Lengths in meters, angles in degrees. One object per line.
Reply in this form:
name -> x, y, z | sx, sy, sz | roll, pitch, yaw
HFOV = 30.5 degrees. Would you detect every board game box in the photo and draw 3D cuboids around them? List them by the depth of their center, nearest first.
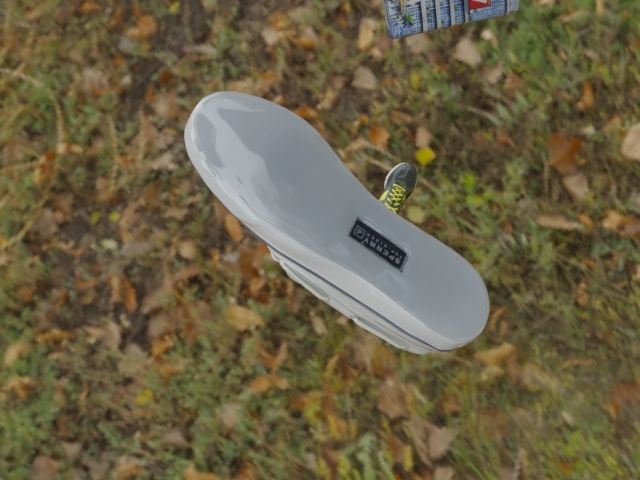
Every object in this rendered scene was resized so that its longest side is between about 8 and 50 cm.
board game box -> 0.154, -0.317, 1.239 | 0.194, 0.194, 0.060 | -12, 31, 0

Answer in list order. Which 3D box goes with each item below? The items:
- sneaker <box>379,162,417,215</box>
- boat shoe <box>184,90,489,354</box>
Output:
sneaker -> 0.072, -0.037, 1.161 | 0.083, 0.031, 0.035 | -62, 11, 19
boat shoe -> 0.000, 0.000, 0.846 | 0.095, 0.258, 0.084 | -53, 8, -33
